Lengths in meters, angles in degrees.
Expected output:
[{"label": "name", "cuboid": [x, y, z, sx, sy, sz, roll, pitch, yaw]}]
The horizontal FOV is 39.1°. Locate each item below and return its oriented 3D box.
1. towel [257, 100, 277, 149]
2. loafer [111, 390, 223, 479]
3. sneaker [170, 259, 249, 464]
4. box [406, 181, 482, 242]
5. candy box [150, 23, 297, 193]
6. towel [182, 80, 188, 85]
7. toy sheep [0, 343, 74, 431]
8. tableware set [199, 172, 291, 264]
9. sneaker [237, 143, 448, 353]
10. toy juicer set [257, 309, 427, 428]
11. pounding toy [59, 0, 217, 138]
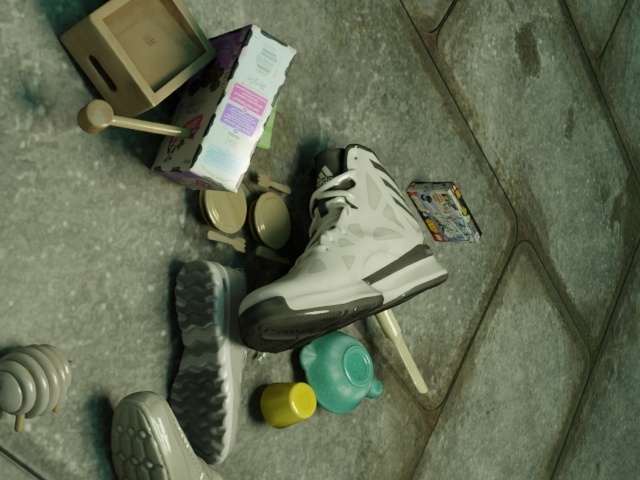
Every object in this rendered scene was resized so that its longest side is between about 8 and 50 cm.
[{"label": "towel", "cuboid": [-0.119, -0.197, 1.290, 0.152, 0.023, 0.113, 12, 89, -53]}, {"label": "loafer", "cuboid": [-0.187, 0.324, 1.184, 0.111, 0.112, 0.320, -40, 128, -46]}, {"label": "sneaker", "cuboid": [-0.130, 0.167, 1.237, 0.115, 0.105, 0.282, -2, 96, -55]}, {"label": "box", "cuboid": [0.225, -0.051, 1.636, 0.137, 0.093, 0.027, 55, 53, -35]}, {"label": "candy box", "cuboid": [-0.128, -0.163, 1.148, 0.070, 0.164, 0.196, 25, 82, -27]}, {"label": "towel", "cuboid": [-0.195, -0.238, 1.214, 0.083, 0.009, 0.060, -40, 120, -41]}, {"label": "toy sheep", "cuboid": [-0.332, 0.163, 1.023, 0.132, 0.091, 0.091, -31, 116, -64]}, {"label": "tableware set", "cuboid": [-0.112, -0.038, 1.298, 0.194, 0.039, 0.128, 22, 63, -53]}, {"label": "sneaker", "cuboid": [0.000, 0.000, 1.327, 0.447, 0.169, 0.258, -14, 76, -54]}, {"label": "toy juicer set", "cuboid": [0.024, 0.171, 1.438, 0.329, 0.089, 0.209, -3, 76, -45]}, {"label": "pounding toy", "cuboid": [-0.231, -0.193, 1.096, 0.206, 0.094, 0.181, -48, 113, -35]}]
